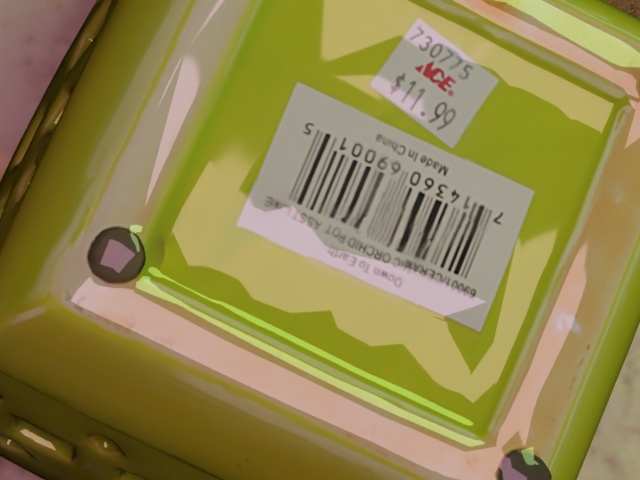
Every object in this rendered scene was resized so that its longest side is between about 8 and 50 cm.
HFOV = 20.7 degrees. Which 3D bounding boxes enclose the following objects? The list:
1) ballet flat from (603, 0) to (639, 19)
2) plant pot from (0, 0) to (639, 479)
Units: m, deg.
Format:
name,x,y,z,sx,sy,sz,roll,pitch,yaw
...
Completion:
name,x,y,z,sx,sy,sz,roll,pitch,yaw
ballet flat,0.111,-0.135,0.736,0.206,0.067,0.073,4,80,-11
plant pot,0.000,0.000,0.622,0.228,0.207,0.227,26,77,-7
